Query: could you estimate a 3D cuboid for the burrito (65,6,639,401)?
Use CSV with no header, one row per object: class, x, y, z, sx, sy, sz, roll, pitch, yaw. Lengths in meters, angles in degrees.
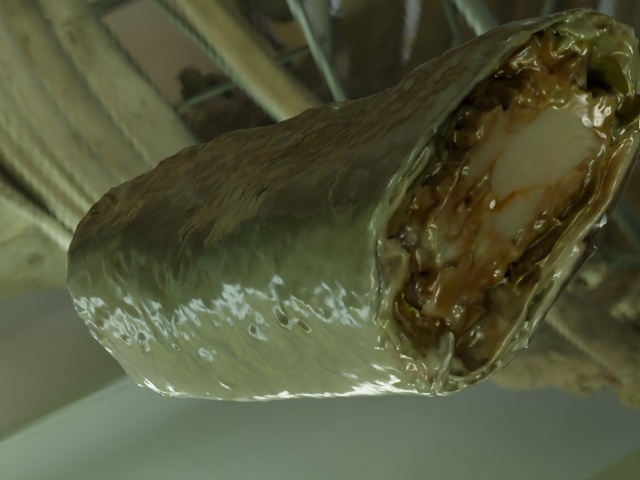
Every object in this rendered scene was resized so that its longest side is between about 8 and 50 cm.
burrito,0.002,-0.003,0.632,0.299,0.105,0.143,-13,-132,52
